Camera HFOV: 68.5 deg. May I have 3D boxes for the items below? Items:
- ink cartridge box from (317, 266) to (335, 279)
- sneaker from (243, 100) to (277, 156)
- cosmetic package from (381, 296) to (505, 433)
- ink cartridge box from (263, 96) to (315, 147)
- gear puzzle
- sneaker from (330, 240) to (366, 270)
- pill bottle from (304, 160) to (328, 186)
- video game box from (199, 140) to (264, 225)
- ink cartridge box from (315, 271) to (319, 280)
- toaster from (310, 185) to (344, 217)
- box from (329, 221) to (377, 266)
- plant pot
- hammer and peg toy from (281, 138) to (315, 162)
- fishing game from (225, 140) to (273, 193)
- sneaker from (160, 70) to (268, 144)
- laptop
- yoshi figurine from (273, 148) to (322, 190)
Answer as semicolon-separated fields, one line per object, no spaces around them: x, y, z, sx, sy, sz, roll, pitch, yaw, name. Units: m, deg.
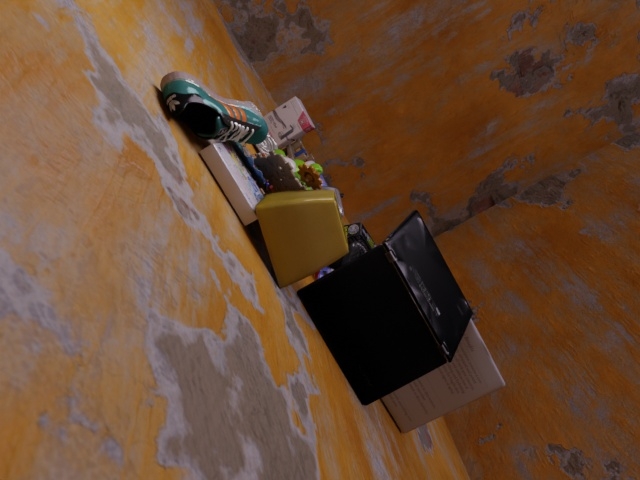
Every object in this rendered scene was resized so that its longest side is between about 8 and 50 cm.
0.122;0.190;1.664;0.310;0.065;0.186;26;14;-6;ink cartridge box
-0.245;-0.416;1.795;0.235;0.090;0.095;64;-5;-5;sneaker
0.371;0.398;1.690;0.330;0.393;0.327;60;8;-12;cosmetic package
-0.160;-0.541;2.186;0.159;0.217;0.092;61;14;2;ink cartridge box
-0.101;-0.192;1.359;0.338;0.044;0.176;6;-44;54;gear puzzle
0.089;0.087;1.822;0.130;0.109;0.286;50;-32;24;sneaker
-0.031;-0.199;2.071;0.272;0.152;0.152;62;8;5;pill bottle
-0.212;-0.152;1.188;0.205;0.048;0.187;60;11;-11;video game box
0.000;0.000;1.602;0.056;0.225;0.181;21;19;-10;ink cartridge box
0.001;-0.130;1.872;0.129;0.226;0.147;112;-28;-46;toaster
0.111;0.037;1.916;0.270;0.216;0.060;51;36;-49;box
-0.034;-0.028;1.210;0.212;0.187;0.213;-86;160;-76;plant pot
-0.100;-0.376;2.326;0.266;0.127;0.361;54;11;-32;hammer and peg toy
-0.205;-0.235;1.321;0.264;0.041;0.189;51;-8;4;fishing game
-0.241;-0.280;1.125;0.302;0.108;0.121;17;46;-46;sneaker
0.209;0.183;1.368;0.408;0.236;0.382;-39;102;-51;laptop
-0.076;-0.188;1.673;0.362;0.203;0.203;65;2;36;yoshi figurine
